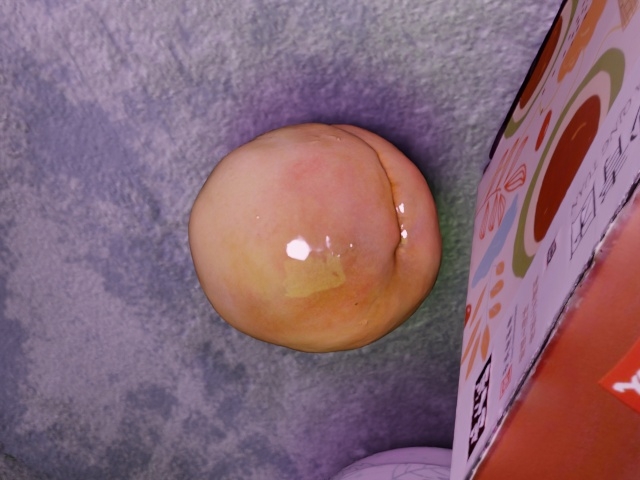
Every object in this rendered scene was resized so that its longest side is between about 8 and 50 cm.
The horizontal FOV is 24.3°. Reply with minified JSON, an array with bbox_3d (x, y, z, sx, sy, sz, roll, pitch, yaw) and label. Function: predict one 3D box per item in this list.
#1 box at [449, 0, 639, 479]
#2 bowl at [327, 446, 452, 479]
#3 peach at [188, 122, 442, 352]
[{"bbox_3d":[0.206,-0.056,0.898,0.122,0.385,0.344,21,124,-4],"label":"box"},{"bbox_3d":[0.096,0.292,1.280,0.287,0.144,0.287,6,118,11],"label":"bowl"},{"bbox_3d":[0.000,0.000,1.093,0.184,0.184,0.184,5,123,7],"label":"peach"}]
